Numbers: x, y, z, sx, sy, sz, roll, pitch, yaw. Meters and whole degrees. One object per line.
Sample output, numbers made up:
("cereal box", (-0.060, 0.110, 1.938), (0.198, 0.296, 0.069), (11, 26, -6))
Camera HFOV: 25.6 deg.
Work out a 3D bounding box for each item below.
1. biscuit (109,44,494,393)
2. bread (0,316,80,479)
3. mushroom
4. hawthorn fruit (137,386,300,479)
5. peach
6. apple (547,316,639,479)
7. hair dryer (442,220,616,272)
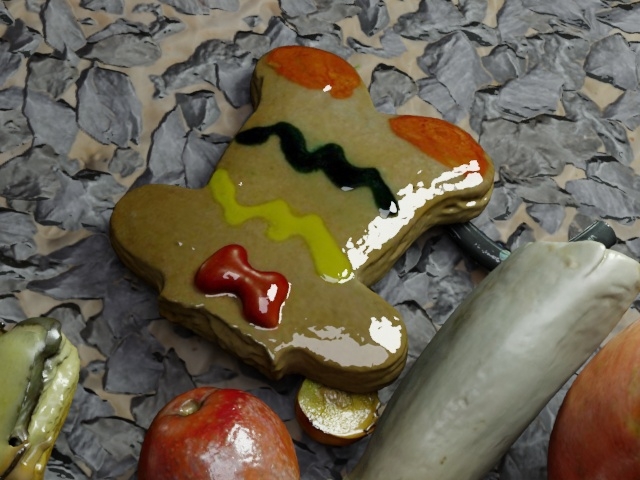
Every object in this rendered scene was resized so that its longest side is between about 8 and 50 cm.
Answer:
("biscuit", (-0.005, -0.032, 1.566), (0.368, 0.076, 0.394), (32, 60, 17))
("bread", (-0.344, 0.190, 1.402), (0.262, 0.162, 0.204), (-1, 57, 39))
("mushroom", (0.155, 0.154, 1.449), (0.407, 0.137, 0.154), (-47, 35, -3))
("hawthorn fruit", (-0.102, 0.231, 1.413), (0.173, 0.173, 0.173), (3, 64, -7))
("peach", (0.016, 0.179, 1.510), (0.098, 0.061, 0.098), (9, 57, -14))
("apple", (0.425, 0.212, 1.392), (0.364, 0.364, 0.364), (3, 64, -7))
("hair dryer", (0.213, -0.002, 1.631), (0.219, 0.075, 0.195), (39, 58, 19))
